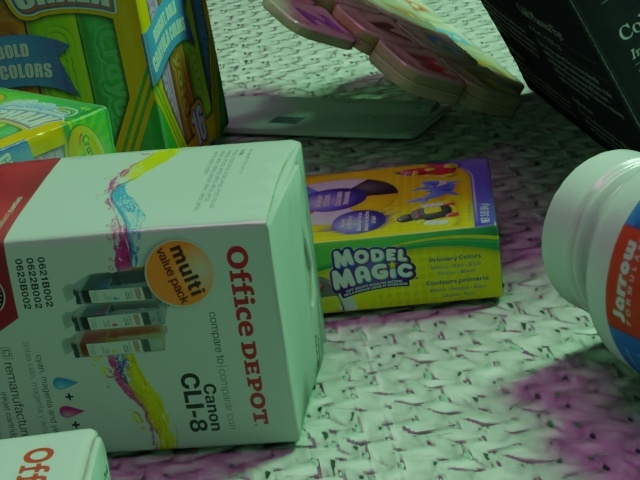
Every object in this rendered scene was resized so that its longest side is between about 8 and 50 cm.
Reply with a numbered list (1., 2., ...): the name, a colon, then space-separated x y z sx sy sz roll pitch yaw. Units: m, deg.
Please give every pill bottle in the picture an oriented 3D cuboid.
1. pill bottle: 0.207 0.024 0.770 0.124 0.124 0.221 -18 22 -24

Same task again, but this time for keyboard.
1. keyboard: -0.024 -0.102 1.330 0.256 0.014 0.072 4 29 29

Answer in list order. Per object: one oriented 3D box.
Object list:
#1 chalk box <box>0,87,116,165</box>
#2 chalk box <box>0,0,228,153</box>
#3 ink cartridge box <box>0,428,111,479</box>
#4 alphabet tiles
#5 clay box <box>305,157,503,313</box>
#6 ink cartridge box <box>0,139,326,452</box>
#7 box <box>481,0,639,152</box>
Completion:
1. chalk box: -0.207 -0.017 1.007 0.132 0.132 0.213 10 28 38
2. chalk box: -0.197 -0.186 1.212 0.180 0.289 0.179 -6 22 13
3. ink cartridge box: -0.187 0.154 0.623 0.208 0.087 0.153 -7 21 3
4. alphabet tiles: 0.035 -0.186 1.273 0.278 0.021 0.284 9 28 -45
5. clay box: 0.000 0.000 1.000 0.222 0.053 0.127 -5 21 5
6. ink cartridge box: -0.093 0.030 0.852 0.176 0.128 0.127 -5 22 8
7. box: 0.198 -0.233 1.112 0.179 0.312 0.343 -35 23 2
